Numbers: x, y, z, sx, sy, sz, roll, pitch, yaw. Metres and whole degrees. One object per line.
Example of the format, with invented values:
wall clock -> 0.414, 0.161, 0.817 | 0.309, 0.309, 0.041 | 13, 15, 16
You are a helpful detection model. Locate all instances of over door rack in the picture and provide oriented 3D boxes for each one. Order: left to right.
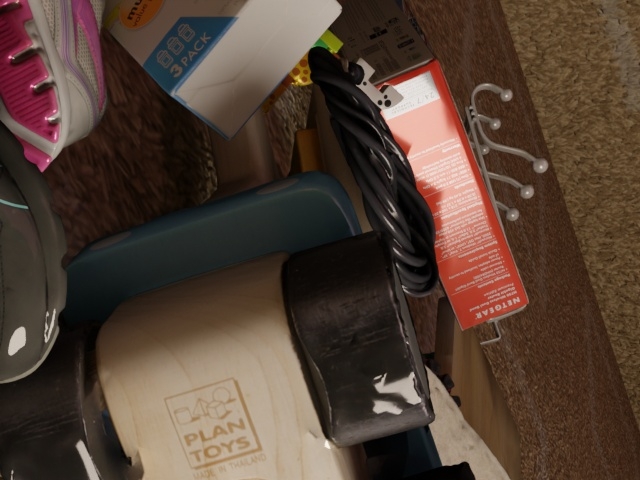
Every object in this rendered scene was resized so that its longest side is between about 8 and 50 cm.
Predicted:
over door rack -> 0.248, -0.025, 1.537 | 0.239, 0.108, 0.324 | 88, 0, -74

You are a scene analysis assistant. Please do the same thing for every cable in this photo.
cable -> 0.043, -0.049, 0.768 | 0.150, 0.047, 0.185 | 45, 24, -80

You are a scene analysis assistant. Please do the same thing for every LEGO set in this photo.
LEGO set -> -0.046, -0.168, 1.007 | 0.227, 0.093, 0.087 | 39, -5, -18

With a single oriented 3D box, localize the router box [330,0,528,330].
router box -> 0.114, -0.108, 1.270 | 0.335, 0.082, 0.301 | -104, 170, -64

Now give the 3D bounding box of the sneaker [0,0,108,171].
sneaker -> -0.185, -0.159, 0.617 | 0.111, 0.102, 0.252 | -36, 117, -74

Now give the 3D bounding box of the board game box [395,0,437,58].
board game box -> 0.136, -0.211, 1.602 | 0.165, 0.042, 0.243 | 48, 34, -54

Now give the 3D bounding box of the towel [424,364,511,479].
towel -> 0.087, 0.238, 0.887 | 0.282, 0.049, 0.187 | 55, 50, -14

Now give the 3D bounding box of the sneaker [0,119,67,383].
sneaker -> -0.205, -0.050, 0.516 | 0.106, 0.101, 0.268 | -28, 105, -47

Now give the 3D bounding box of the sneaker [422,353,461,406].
sneaker -> 0.048, 0.250, 0.957 | 0.120, 0.112, 0.299 | 32, 56, -30

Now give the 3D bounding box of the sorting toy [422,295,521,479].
sorting toy -> 0.151, 0.242, 1.262 | 0.257, 0.089, 0.256 | -78, 148, -51

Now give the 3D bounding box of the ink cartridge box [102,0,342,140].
ink cartridge box -> -0.083, -0.156, 0.675 | 0.181, 0.104, 0.061 | 46, 6, 40

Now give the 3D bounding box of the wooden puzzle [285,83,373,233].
wooden puzzle -> 0.000, 0.000, 0.949 | 0.239, 0.044, 0.221 | 118, -35, -71

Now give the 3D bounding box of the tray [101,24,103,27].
tray -> -0.175, -0.241, 0.785 | 0.270, 0.030, 0.145 | -73, 145, -56

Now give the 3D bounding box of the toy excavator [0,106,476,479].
toy excavator -> -0.051, 0.029, 0.750 | 0.445, 0.222, 0.433 | -83, 154, -76
